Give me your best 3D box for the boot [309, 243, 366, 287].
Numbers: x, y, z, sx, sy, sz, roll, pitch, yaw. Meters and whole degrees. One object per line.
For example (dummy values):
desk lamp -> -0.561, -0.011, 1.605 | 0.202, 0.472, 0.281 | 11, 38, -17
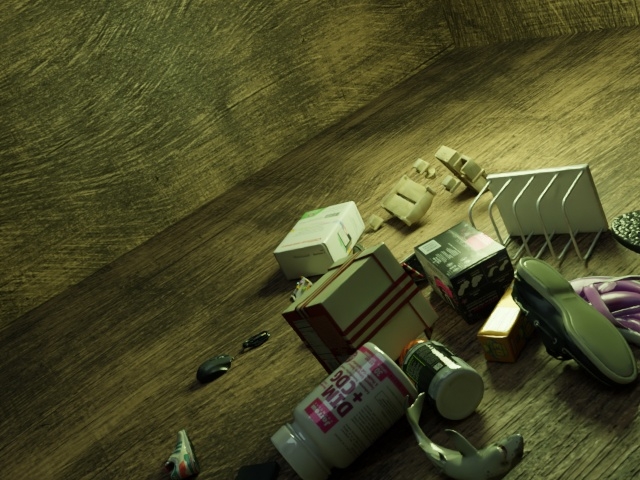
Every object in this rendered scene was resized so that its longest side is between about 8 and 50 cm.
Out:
boot -> 0.065, 0.103, 2.189 | 0.209, 0.076, 0.189 | -34, 20, -2

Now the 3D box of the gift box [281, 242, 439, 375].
gift box -> 0.107, 0.182, 1.725 | 0.258, 0.276, 0.255 | -42, 14, -28

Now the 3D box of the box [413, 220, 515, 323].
box -> 0.363, 0.076, 1.813 | 0.163, 0.142, 0.247 | -29, 21, -3

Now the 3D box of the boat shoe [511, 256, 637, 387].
boat shoe -> 0.488, 0.181, 1.455 | 0.127, 0.113, 0.340 | -3, 40, -32

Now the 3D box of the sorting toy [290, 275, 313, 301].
sorting toy -> -0.061, 0.155, 2.245 | 0.075, 0.045, 0.083 | -49, 25, -6

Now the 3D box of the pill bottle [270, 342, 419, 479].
pill bottle -> 0.047, 0.356, 1.472 | 0.283, 0.160, 0.160 | -41, 25, -10

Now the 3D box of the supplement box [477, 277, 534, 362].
supplement box -> 0.435, 0.169, 1.612 | 0.080, 0.078, 0.233 | 1, 35, 43

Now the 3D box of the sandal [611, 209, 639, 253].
sandal -> 0.832, 0.022, 1.507 | 0.446, 0.107, 0.167 | 9, 38, 36

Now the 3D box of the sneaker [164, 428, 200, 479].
sneaker -> -0.335, 0.507, 1.711 | 0.075, 0.057, 0.161 | -24, 24, -12

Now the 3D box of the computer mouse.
computer mouse -> -0.251, 0.321, 2.062 | 0.242, 0.041, 0.071 | -34, 22, -21

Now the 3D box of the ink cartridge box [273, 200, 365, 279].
ink cartridge box -> 0.000, 0.000, 2.408 | 0.202, 0.117, 0.278 | -12, 25, 31

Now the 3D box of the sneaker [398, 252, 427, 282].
sneaker -> 0.236, 0.084, 2.006 | 0.235, 0.084, 0.097 | -23, 0, -17

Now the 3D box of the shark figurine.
shark figurine -> 0.257, 0.381, 1.303 | 0.116, 0.166, 0.278 | 2, 6, -37

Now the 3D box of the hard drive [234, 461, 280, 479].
hard drive -> -0.147, 0.522, 1.517 | 0.094, 0.022, 0.135 | -16, 24, 23

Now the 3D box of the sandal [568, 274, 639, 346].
sandal -> 0.630, 0.124, 1.465 | 0.169, 0.102, 0.416 | -33, 23, -17

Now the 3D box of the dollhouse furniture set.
dollhouse furniture set -> 0.364, -0.107, 2.344 | 0.355, 0.174, 0.303 | -51, 23, 3

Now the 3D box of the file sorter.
file sorter -> 0.546, -0.056, 1.847 | 0.278, 0.192, 0.173 | -3, 34, 45

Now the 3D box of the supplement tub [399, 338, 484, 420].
supplement tub -> 0.244, 0.282, 1.509 | 0.117, 0.117, 0.190 | -30, 23, -10
